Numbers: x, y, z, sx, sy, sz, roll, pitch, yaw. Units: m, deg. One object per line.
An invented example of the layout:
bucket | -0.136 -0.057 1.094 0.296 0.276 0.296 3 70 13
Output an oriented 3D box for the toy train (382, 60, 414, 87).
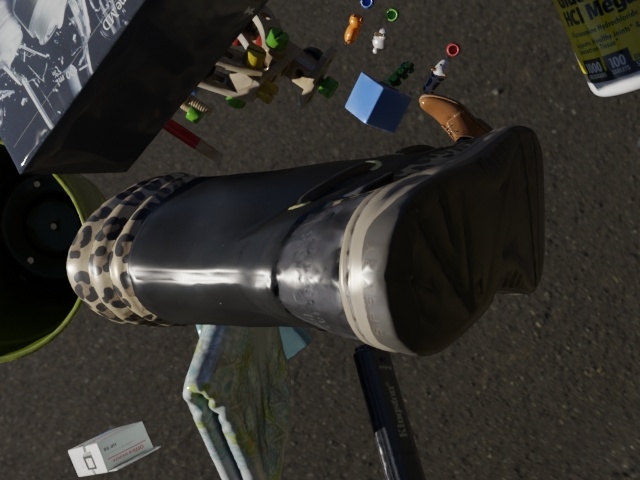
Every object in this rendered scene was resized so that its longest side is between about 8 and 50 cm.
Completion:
toy train | 0.098 -0.220 1.085 0.083 0.017 0.024 -45 37 2

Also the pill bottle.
pill bottle | 0.431 -0.399 1.139 0.188 0.334 0.188 -27 12 6

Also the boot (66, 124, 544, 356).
boot | 0.017 -0.006 0.626 0.284 0.377 0.138 -1 103 30

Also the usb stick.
usb stick | 0.121 0.312 1.340 0.045 0.077 0.278 -45 51 46

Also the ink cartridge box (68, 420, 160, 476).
ink cartridge box | -0.399 0.403 1.496 0.180 0.104 0.060 -25 87 47

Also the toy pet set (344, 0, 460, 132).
toy pet set | 0.070 -0.183 0.819 0.122 0.065 0.114 29 110 3

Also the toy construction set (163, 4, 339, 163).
toy construction set | -0.112 -0.268 1.332 0.309 0.237 0.257 -54 5 18

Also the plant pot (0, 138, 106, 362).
plant pot | -0.535 -0.009 1.386 0.366 0.366 0.353 -47 5 7

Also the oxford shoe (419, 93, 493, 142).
oxford shoe | 0.334 -0.294 1.932 0.076 0.212 0.076 -60 4 -27

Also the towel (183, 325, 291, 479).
towel | -0.131 0.256 1.394 0.090 0.374 0.320 -5 40 11

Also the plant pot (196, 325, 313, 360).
plant pot | -0.197 0.211 2.021 0.247 0.252 0.248 -37 9 1

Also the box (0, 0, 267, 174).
box | -0.292 -0.308 0.968 0.343 0.179 0.312 -43 72 30
